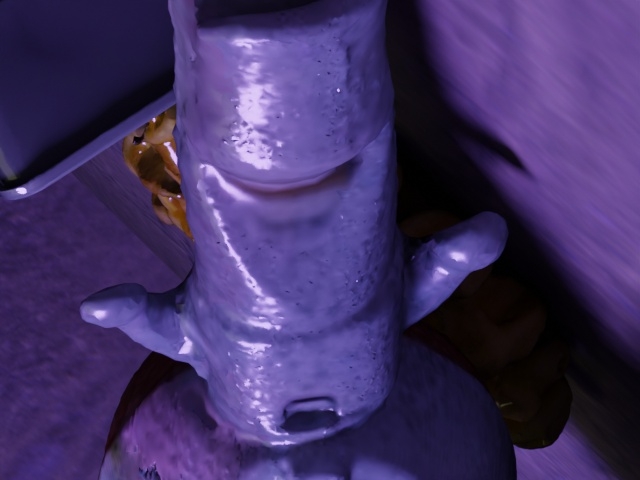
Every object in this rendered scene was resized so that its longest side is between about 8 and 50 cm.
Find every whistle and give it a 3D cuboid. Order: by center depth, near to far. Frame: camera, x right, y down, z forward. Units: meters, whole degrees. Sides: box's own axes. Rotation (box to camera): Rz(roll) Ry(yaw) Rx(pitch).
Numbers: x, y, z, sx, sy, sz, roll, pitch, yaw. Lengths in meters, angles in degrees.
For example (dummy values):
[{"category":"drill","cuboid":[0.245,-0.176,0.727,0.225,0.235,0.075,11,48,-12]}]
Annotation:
[{"category":"whistle","cuboid":[-0.007,0.041,0.599,0.142,0.134,0.346,9,138,11]}]

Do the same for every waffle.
[{"category":"waffle","cuboid":[0.001,-0.001,0.774,0.249,0.056,0.253,35,171,22]}]

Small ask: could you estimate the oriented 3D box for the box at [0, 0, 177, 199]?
[{"category":"box","cuboid":[-0.095,-0.078,0.693,0.069,0.122,0.084,61,165,-25]}]
